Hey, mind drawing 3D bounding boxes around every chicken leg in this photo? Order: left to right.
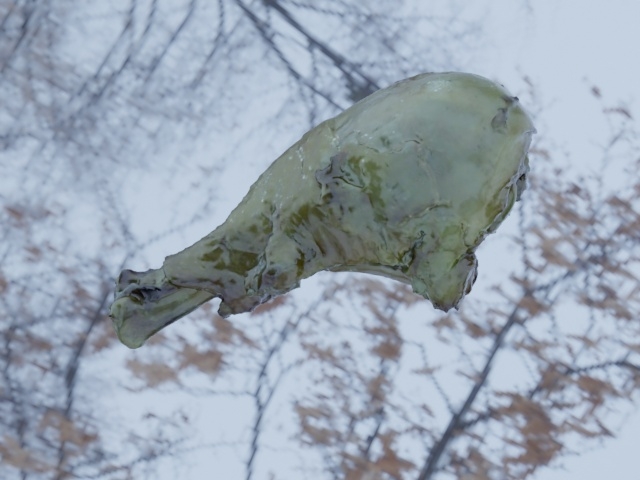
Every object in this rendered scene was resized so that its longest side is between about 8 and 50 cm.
[{"bbox_3d":[0.000,0.000,0.534,0.178,0.070,0.093,-22,-118,11],"label":"chicken leg"}]
